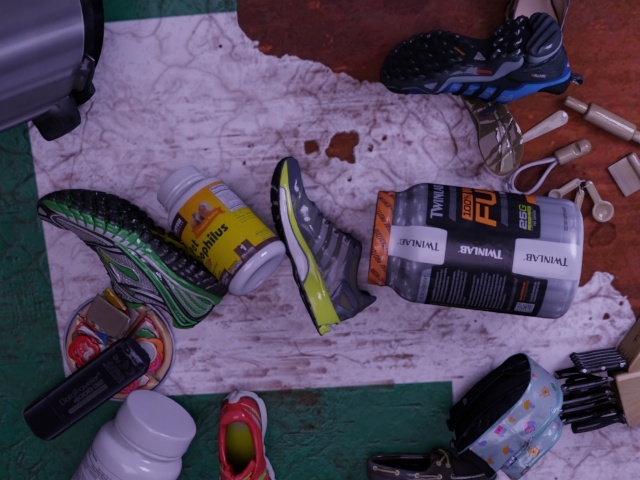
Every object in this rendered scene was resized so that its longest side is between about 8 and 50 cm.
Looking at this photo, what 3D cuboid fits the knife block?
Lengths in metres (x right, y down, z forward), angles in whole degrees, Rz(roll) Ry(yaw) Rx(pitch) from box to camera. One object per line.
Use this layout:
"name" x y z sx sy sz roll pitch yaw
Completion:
"knife block" 0.541 0.260 1.568 0.275 0.088 0.242 29 104 -3

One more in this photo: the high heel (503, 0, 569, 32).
"high heel" 0.334 -0.349 1.391 0.093 0.186 0.261 7 103 1

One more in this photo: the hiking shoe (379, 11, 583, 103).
"hiking shoe" 0.233 -0.249 1.431 0.304 0.113 0.132 0 146 36

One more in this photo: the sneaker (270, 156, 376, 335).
"sneaker" 0.000 0.000 1.548 0.121 0.111 0.300 -20 103 -9

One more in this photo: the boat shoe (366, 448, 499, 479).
"boat shoe" 0.193 0.402 1.625 0.227 0.081 0.069 -7 106 8

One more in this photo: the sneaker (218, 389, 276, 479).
"sneaker" -0.140 0.404 1.629 0.107 0.118 0.279 -7 102 6

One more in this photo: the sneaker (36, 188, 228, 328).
"sneaker" -0.324 0.032 1.549 0.343 0.134 0.146 33 104 -4

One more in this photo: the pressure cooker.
"pressure cooker" -0.522 -0.323 1.354 0.375 0.420 0.370 25 126 18

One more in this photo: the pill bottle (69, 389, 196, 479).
"pill bottle" -0.340 0.411 1.623 0.160 0.160 0.283 31 103 -4

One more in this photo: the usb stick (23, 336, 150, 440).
"usb stick" -0.409 0.261 1.627 0.278 0.045 0.077 -36 96 22

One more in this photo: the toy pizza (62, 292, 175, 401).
"toy pizza" -0.355 0.191 1.639 0.201 0.032 0.201 1 103 4

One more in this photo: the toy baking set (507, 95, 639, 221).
"toy baking set" 0.410 -0.130 1.516 0.256 0.030 0.197 31 103 -3

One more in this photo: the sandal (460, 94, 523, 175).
"sandal" 0.273 -0.192 1.507 0.072 0.049 0.180 -24 85 4

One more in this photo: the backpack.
"backpack" 0.317 0.287 1.548 0.144 0.166 0.188 33 107 -6

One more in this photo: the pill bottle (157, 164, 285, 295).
"pill bottle" -0.166 -0.021 1.518 0.215 0.117 0.117 45 102 14

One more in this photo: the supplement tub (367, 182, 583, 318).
"supplement tub" 0.238 0.013 1.477 0.316 0.193 0.194 6 103 2

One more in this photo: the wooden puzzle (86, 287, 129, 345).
"wooden puzzle" -0.358 0.128 1.579 0.078 0.014 0.116 44 131 -3
